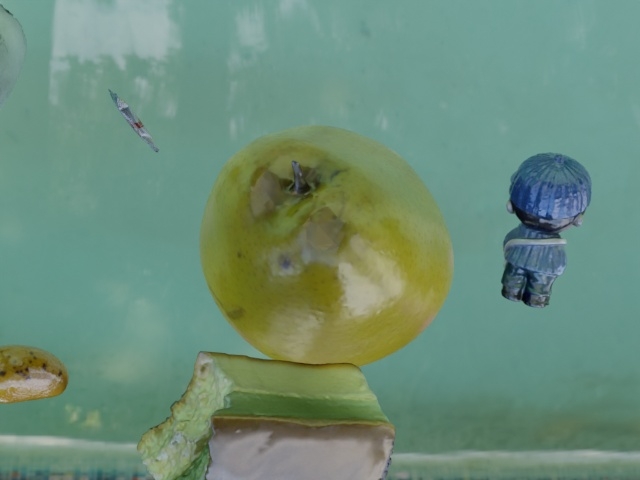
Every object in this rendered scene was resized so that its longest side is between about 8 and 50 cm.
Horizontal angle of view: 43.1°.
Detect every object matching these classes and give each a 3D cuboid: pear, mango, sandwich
[{"bbox_3d":[0.013,0.000,0.873,0.285,0.284,0.336,5,165,-19],"label":"pear"},{"bbox_3d":[-0.343,0.156,0.933,0.079,0.057,0.114,-44,138,18],"label":"mango"},{"bbox_3d":[-0.061,0.214,0.690,0.186,0.108,0.220,7,113,-20],"label":"sandwich"}]

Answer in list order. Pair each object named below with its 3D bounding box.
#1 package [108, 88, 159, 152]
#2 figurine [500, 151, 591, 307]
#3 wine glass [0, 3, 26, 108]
[{"bbox_3d":[-0.272,-0.173,1.178,0.037,0.015,0.110,28,158,51],"label":"package"},{"bbox_3d":[0.209,-0.012,0.785,0.086,0.149,0.087,20,-166,32],"label":"figurine"},{"bbox_3d":[-0.430,-0.161,0.907,0.144,0.321,0.143,0,126,1],"label":"wine glass"}]
